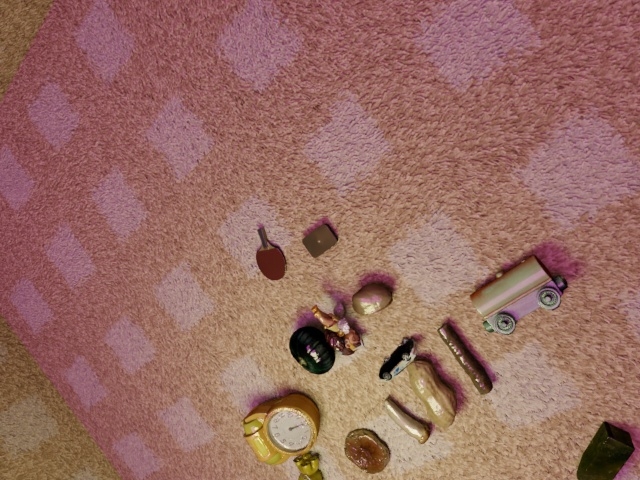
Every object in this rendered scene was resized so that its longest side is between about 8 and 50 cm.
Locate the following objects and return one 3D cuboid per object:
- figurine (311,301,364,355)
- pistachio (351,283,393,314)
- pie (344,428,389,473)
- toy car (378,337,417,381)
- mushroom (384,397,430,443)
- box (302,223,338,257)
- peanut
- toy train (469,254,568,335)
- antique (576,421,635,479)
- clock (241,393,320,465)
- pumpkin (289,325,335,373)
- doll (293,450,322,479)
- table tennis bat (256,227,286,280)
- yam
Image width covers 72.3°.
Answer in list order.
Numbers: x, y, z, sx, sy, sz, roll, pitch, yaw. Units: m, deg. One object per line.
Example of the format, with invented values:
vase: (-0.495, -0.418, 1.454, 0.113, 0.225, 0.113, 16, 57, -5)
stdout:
figurine: (0.062, 0.324, 1.612, 0.116, 0.174, 0.240, -31, 113, 4)
pistachio: (0.184, 0.209, 1.560, 0.149, 0.113, 0.113, -12, 100, 27)
pie: (0.190, 0.858, 1.787, 0.195, 0.046, 0.195, 6, 107, 21)
toy car: (0.283, 0.440, 1.597, 0.056, 0.095, 0.205, 30, 117, -8)
mushroom: (0.324, 0.684, 1.662, 0.209, 0.084, 0.071, 36, 95, 13)
box: (0.000, 0.000, 1.620, 0.126, 0.031, 0.091, -38, 89, 28)
peanut: (0.404, 0.541, 1.564, 0.124, 0.123, 0.256, -30, 88, 28)
toy train: (0.611, 0.171, 1.371, 0.285, 0.116, 0.177, -41, 75, 28)
antique: (0.910, 0.705, 1.414, 0.081, 0.080, 0.220, 23, 114, 17)
clock: (-0.149, 0.777, 1.835, 0.317, 0.200, 0.244, -31, 95, 19)
pumpkin: (-0.034, 0.425, 1.686, 0.202, 0.140, 0.202, 31, 142, 27)
doll: (-0.039, 1.038, 1.901, 0.135, 0.143, 0.220, -7, 98, 54)
table tennis bat: (-0.205, 0.055, 1.732, 0.130, 0.019, 0.220, -12, 102, 26)
yam: (0.498, 0.408, 1.512, 0.061, 0.061, 0.274, -37, 88, 28)
